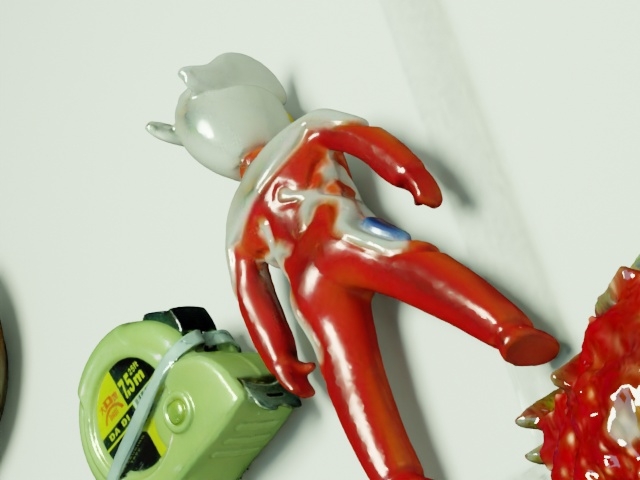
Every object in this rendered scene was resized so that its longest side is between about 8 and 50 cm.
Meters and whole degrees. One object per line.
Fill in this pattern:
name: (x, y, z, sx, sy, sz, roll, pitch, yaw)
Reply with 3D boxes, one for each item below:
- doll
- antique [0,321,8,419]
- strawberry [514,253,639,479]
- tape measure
doll: (0.000, 0.000, 1.148, 0.188, 0.099, 0.384, -54, 52, 22)
antique: (-0.372, 0.137, 1.493, 0.223, 0.129, 0.278, 45, 113, 44)
strawberry: (0.227, 0.111, 0.826, 0.306, 0.138, 0.233, 46, 112, 46)
tape measure: (-0.107, 0.128, 1.229, 0.154, 0.087, 0.177, 50, 119, 29)
